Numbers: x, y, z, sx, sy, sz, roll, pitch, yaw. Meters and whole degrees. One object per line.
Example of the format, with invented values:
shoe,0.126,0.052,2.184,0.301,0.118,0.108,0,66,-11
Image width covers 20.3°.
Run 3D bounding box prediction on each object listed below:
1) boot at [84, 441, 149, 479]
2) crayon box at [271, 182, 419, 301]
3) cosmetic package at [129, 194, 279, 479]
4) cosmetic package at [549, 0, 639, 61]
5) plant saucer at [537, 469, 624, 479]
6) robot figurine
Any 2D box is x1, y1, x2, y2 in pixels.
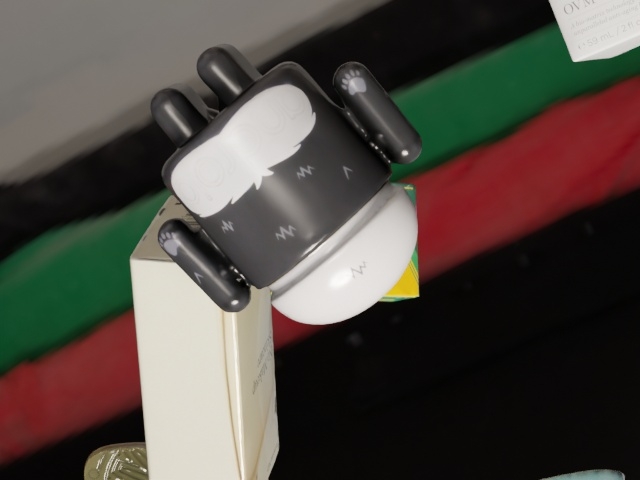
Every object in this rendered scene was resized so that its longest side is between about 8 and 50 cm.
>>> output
boot,-0.181,0.263,2.271,0.236,0.089,0.269,10,-166,-9
crayon box,0.000,0.000,2.517,0.278,0.165,0.081,2,173,-28
cosmetic package,-0.118,0.124,1.888,0.113,0.309,0.160,3,-152,12
cosmetic package,0.329,-0.324,1.788,0.224,0.225,0.138,-22,177,25
plant saucer,0.166,0.311,1.820,0.317,0.317,0.044,-23,-110,12
robot figurine,-0.034,-0.053,1.660,0.209,0.278,0.173,-37,-174,48
